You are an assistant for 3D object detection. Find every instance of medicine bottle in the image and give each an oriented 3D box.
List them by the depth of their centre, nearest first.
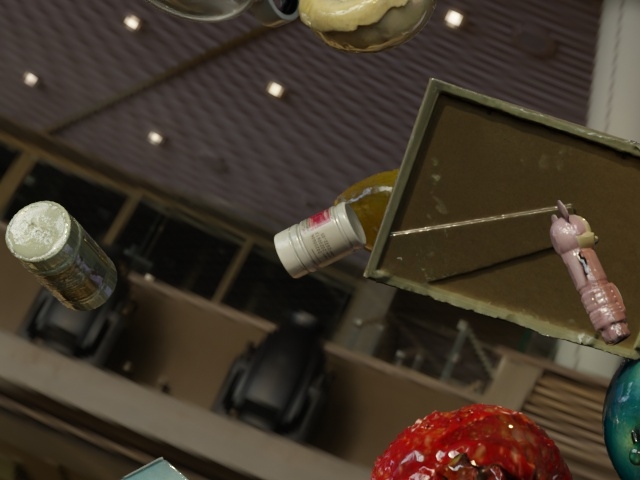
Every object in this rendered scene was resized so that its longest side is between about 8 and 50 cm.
[{"bbox_3d":[-0.172,0.012,0.882,0.047,0.047,0.083,16,-20,22],"label":"medicine bottle"},{"bbox_3d":[0.000,0.000,1.495,0.091,0.058,0.058,-26,-45,14],"label":"medicine bottle"}]

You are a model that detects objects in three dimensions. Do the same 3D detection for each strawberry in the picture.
[{"bbox_3d":[0.173,0.297,1.494,0.238,0.288,0.250,-13,-71,10],"label":"strawberry"}]

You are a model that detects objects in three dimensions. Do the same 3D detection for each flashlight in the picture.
[{"bbox_3d":[0.197,0.023,0.955,0.031,0.110,0.052,-21,-19,-5],"label":"flashlight"}]

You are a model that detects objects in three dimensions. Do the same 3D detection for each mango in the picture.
[{"bbox_3d":[0.097,-0.035,1.745,0.195,0.098,0.137,8,-44,43],"label":"mango"}]

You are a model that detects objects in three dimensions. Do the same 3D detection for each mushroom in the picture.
[{"bbox_3d":[0.048,-0.265,1.343,0.154,0.154,0.122,8,-26,35],"label":"mushroom"}]

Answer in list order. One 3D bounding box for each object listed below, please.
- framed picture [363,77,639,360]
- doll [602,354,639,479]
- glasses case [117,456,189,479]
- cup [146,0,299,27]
[{"bbox_3d":[0.200,-0.014,1.211,0.281,0.209,0.019,19,21,-3],"label":"framed picture"},{"bbox_3d":[0.403,0.173,1.311,0.322,0.199,0.186,-8,19,-44],"label":"doll"},{"bbox_3d":[-0.230,0.311,1.272,0.105,0.266,0.056,31,-47,40],"label":"glasses case"},{"bbox_3d":[-0.107,-0.337,1.390,0.166,0.202,0.221,9,-38,16],"label":"cup"}]
